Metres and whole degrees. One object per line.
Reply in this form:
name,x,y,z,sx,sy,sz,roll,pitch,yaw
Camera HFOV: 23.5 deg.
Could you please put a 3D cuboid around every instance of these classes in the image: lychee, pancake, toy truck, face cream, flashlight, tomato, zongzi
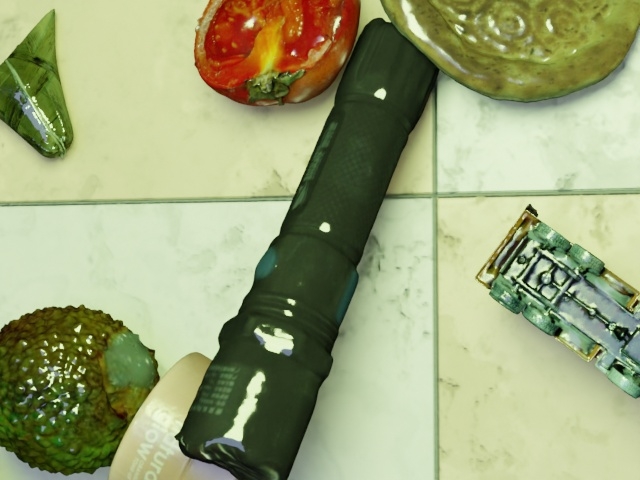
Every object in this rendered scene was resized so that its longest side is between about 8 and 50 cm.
lychee,-0.234,0.134,1.380,0.171,0.171,0.171,0,88,13
pancake,0.170,-0.235,1.324,0.250,0.031,0.250,1,76,-5
toy truck,0.226,0.056,1.285,0.178,0.115,0.080,38,96,13
face cream,-0.103,0.185,1.342,0.104,0.149,0.149,29,95,11
flashlight,0.000,0.000,1.282,0.103,0.103,0.424,17,70,13
tomato,-0.024,-0.177,1.359,0.159,0.091,0.139,-15,61,29
zongzi,-0.251,-0.145,1.446,0.104,0.052,0.113,40,84,4
